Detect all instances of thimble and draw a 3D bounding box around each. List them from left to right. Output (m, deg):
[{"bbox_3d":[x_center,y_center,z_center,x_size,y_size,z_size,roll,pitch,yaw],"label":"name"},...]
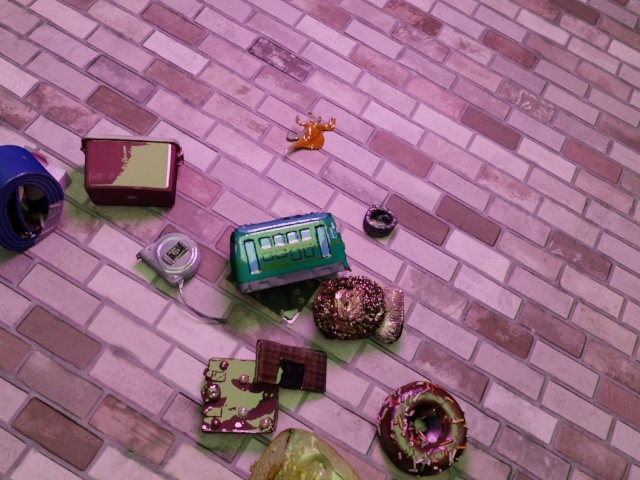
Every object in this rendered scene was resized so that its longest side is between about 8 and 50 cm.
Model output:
[{"bbox_3d":[0.190,-0.061,1.872,0.104,0.066,0.095,31,63,3],"label":"thimble"}]

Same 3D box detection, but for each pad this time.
[{"bbox_3d":[-0.141,0.121,1.768,0.245,0.006,0.170,34,65,6],"label":"pad"}]

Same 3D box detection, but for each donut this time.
[{"bbox_3d":[0.290,0.522,1.623,0.270,0.103,0.269,3,67,-7],"label":"donut"}]

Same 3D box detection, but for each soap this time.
[{"bbox_3d":[-0.829,-0.215,1.732,0.149,0.100,0.056,30,65,2],"label":"soap"}]

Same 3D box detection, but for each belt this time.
[{"bbox_3d":[-0.815,-0.111,1.557,0.117,0.347,0.212,42,59,9],"label":"belt"}]

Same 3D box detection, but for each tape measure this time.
[{"bbox_3d":[-0.367,0.102,1.691,0.330,0.084,0.164,37,70,8],"label":"tape measure"}]

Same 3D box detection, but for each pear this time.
[{"bbox_3d":[-0.032,0.682,1.436,0.318,0.238,0.342,29,59,-11],"label":"pear"}]

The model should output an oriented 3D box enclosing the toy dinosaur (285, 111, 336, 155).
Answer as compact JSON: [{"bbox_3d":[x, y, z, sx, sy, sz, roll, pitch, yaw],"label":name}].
[{"bbox_3d":[-0.038,-0.351,1.972,0.142,0.057,0.212,25,75,-20],"label":"toy dinosaur"}]

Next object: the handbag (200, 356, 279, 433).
[{"bbox_3d":[-0.219,0.423,1.586,0.216,0.074,0.203,6,64,-9],"label":"handbag"}]

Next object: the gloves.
[{"bbox_3d":[0.105,0.206,1.701,0.312,0.135,0.210,18,85,-25],"label":"gloves"}]

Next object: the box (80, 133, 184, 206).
[{"bbox_3d":[-0.560,-0.202,1.732,0.294,0.193,0.167,1,73,-10],"label":"box"}]

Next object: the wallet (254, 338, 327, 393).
[{"bbox_3d":[-0.079,0.351,1.611,0.230,0.042,0.124,19,59,-36],"label":"wallet"}]

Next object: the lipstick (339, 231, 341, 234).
[{"bbox_3d":[0.000,0.000,1.826,0.131,0.038,0.038,-8,69,-13],"label":"lipstick"}]

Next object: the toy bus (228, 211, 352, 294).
[{"bbox_3d":[-0.097,0.031,1.690,0.344,0.183,0.199,-11,94,-16],"label":"toy bus"}]
